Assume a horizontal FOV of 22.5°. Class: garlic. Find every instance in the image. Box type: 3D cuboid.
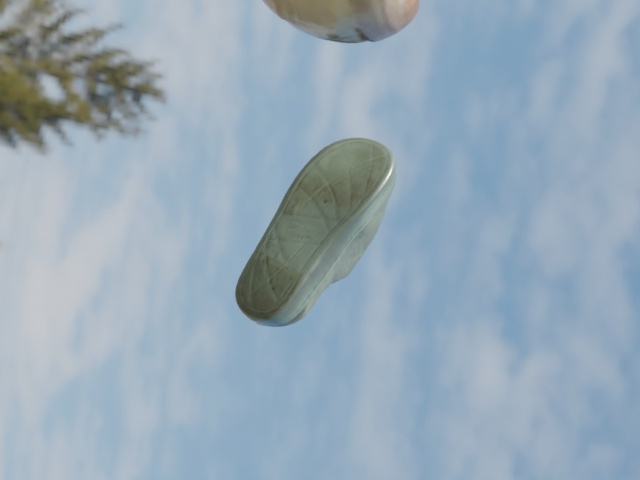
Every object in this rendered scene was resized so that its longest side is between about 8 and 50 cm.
[{"bbox_3d":[0.016,-0.192,1.025,0.206,0.128,0.115,91,-23,-65],"label":"garlic"}]

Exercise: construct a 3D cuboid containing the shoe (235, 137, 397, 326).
[{"bbox_3d":[0.000,0.000,1.423,0.079,0.078,0.195,28,-106,26],"label":"shoe"}]
